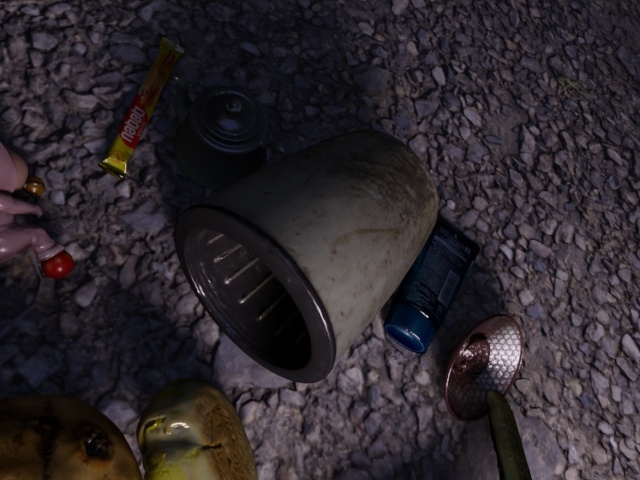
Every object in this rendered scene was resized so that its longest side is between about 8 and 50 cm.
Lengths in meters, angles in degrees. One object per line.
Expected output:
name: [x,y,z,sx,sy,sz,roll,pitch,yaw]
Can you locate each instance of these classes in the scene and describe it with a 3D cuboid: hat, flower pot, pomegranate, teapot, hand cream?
hat: [0.251,0.201,0.973,0.193,0.082,0.192,-14,114,-34]
flower pot: [0.000,0.000,0.863,0.293,0.293,0.330,48,55,4]
pomegranate: [-0.325,0.293,0.633,0.261,0.260,0.260,7,67,-17]
teapot: [-0.144,-0.180,0.948,0.239,0.149,0.162,36,61,-2]
hand cream: [0.200,0.069,1.021,0.120,0.061,0.270,36,57,-4]

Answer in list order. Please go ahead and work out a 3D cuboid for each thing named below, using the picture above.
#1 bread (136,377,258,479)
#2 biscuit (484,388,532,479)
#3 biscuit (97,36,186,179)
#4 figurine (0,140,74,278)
bread: [-0.160,0.285,0.746,0.105,0.213,0.213,-28,78,11]
biscuit: [0.295,0.371,0.847,0.099,0.038,0.322,51,25,-34]
biscuit: [-0.302,-0.232,0.984,0.048,0.026,0.291,30,61,-28]
figurine: [-0.479,-0.047,0.797,0.287,0.176,0.186,61,21,-7]
